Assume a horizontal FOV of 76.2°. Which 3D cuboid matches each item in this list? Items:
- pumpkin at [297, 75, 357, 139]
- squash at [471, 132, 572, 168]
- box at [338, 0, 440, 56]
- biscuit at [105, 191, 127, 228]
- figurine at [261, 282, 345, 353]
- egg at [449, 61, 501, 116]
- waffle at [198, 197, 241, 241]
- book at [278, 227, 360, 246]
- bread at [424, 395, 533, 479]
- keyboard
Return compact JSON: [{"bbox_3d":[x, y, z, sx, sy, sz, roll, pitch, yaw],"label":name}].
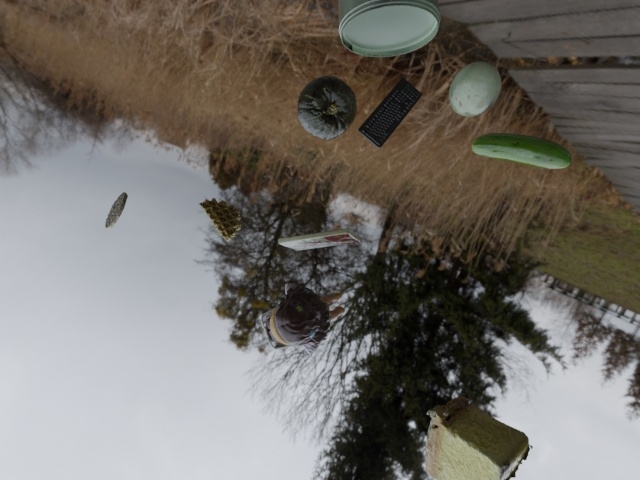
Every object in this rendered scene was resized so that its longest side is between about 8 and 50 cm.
[{"bbox_3d":[0.026,-0.472,1.455,0.224,0.223,0.157,16,-168,-27],"label":"pumpkin"},{"bbox_3d":[0.571,-0.265,1.182,0.082,0.082,0.293,11,-168,-44],"label":"squash"},{"bbox_3d":[0.153,-0.539,0.926,0.227,0.149,0.226,-2,178,0],"label":"box"},{"bbox_3d":[-0.729,-0.106,1.459,0.020,0.152,0.152,30,-177,-37],"label":"biscuit"},{"bbox_3d":[-0.027,0.171,0.929,0.116,0.174,0.240,-22,172,24],"label":"figurine"},{"bbox_3d":[0.371,-0.362,0.987,0.114,0.114,0.152,22,167,4],"label":"egg"},{"bbox_3d":[-0.408,-0.091,1.640,0.192,0.160,0.046,24,146,-3],"label":"waffle"},{"bbox_3d":[0.000,0.000,1.329,0.232,0.022,0.162,-9,166,17],"label":"book"},{"bbox_3d":[0.256,0.363,0.695,0.127,0.151,0.147,1,-164,-40],"label":"bread"},{"bbox_3d":[0.129,-0.235,0.743,0.053,0.155,0.010,39,160,-4],"label":"keyboard"}]
